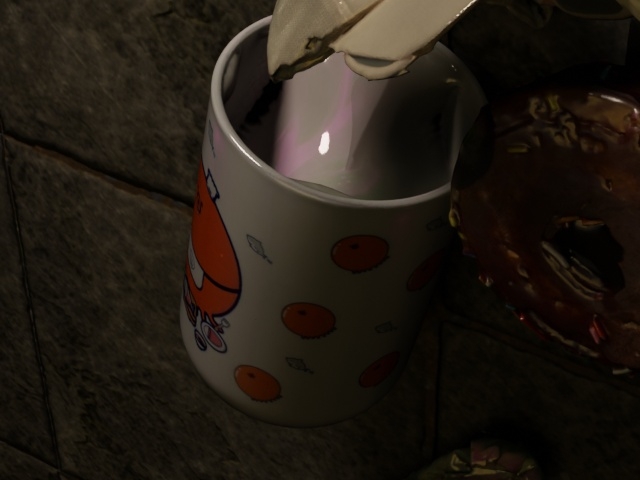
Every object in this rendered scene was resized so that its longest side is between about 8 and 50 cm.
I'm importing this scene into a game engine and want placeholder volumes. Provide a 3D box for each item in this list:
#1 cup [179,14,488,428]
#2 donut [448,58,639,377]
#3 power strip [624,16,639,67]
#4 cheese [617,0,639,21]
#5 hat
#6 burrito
[{"bbox_3d":[0.000,0.000,1.366,0.212,0.212,0.317,31,140,15],"label":"cup"},{"bbox_3d":[0.199,-0.022,1.161,0.216,0.096,0.230,24,136,25],"label":"donut"},{"bbox_3d":[0.265,-0.097,1.170,0.105,0.070,0.257,20,136,23],"label":"power strip"},{"bbox_3d":[0.265,-0.226,0.856,0.326,0.318,0.115,10,146,46],"label":"cheese"},{"bbox_3d":[0.081,-0.187,1.124,0.226,0.219,0.164,-38,69,65],"label":"hat"},{"bbox_3d":[0.111,0.254,1.602,0.096,0.066,0.309,42,143,-1],"label":"burrito"}]
